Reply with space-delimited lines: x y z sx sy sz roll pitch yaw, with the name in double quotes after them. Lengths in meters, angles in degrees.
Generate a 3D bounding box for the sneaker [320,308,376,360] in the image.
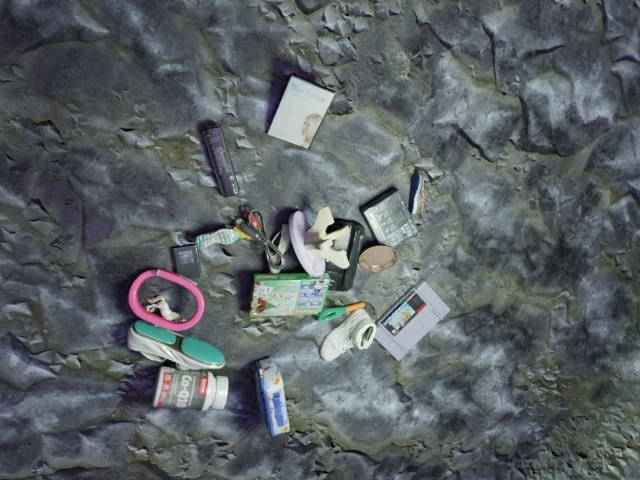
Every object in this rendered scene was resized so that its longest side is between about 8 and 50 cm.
0.122 0.448 2.085 0.108 0.169 0.293 39 94 -25 "sneaker"

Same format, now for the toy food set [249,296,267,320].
-0.252 0.276 1.931 0.077 0.019 0.122 4 121 -20 "toy food set"

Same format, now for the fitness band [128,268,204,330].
-0.594 0.231 1.825 0.290 0.054 0.209 24 89 -8 "fitness band"

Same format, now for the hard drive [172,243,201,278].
-0.527 0.086 1.860 0.094 0.022 0.135 -9 108 -14 "hard drive"

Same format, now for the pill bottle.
-0.536 0.616 1.942 0.283 0.161 0.161 12 102 -20 "pill bottle"

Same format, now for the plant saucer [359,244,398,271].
0.251 0.072 2.038 0.168 0.029 0.169 -2 137 -2 "plant saucer"

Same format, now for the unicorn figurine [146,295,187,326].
-0.619 0.293 1.874 0.111 0.060 0.162 -25 112 -7 "unicorn figurine"

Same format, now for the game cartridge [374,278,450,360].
0.420 0.375 2.213 0.355 0.068 0.230 -45 117 0 "game cartridge"

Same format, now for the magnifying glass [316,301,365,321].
0.092 0.315 2.094 0.230 0.026 0.092 -15 152 -22 "magnifying glass"

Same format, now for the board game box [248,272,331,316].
-0.132 0.228 1.966 0.317 0.046 0.214 1 130 -17 "board game box"

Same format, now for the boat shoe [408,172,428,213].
0.428 -0.205 2.040 0.066 0.066 0.183 -4 117 -20 "boat shoe"

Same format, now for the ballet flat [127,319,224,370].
-0.589 0.448 1.903 0.400 0.139 0.139 26 98 -15 "ballet flat"

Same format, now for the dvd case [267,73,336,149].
-0.074 -0.479 1.772 0.180 0.022 0.253 16 125 -20 "dvd case"

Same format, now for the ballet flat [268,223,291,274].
-0.172 0.043 1.932 0.086 0.086 0.249 21 98 -21 "ballet flat"

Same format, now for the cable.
-0.234 -0.015 1.873 0.287 0.072 0.139 43 87 -14 "cable"

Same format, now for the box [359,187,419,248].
0.299 -0.084 2.035 0.183 0.059 0.233 -33 113 -5 "box"

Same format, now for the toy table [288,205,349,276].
0.000 0.000 1.870 0.160 0.252 0.274 -17 110 29 "toy table"

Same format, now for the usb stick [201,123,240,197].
-0.375 -0.297 1.778 0.077 0.045 0.278 -15 110 -4 "usb stick"

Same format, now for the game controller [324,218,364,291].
0.085 0.068 2.026 0.166 0.067 0.320 11 103 -5 "game controller"

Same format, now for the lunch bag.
-0.211 0.663 2.009 0.114 0.243 0.304 -12 110 -13 "lunch bag"

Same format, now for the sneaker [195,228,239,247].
-0.401 -0.019 1.834 0.166 0.076 0.065 -7 107 -4 "sneaker"
